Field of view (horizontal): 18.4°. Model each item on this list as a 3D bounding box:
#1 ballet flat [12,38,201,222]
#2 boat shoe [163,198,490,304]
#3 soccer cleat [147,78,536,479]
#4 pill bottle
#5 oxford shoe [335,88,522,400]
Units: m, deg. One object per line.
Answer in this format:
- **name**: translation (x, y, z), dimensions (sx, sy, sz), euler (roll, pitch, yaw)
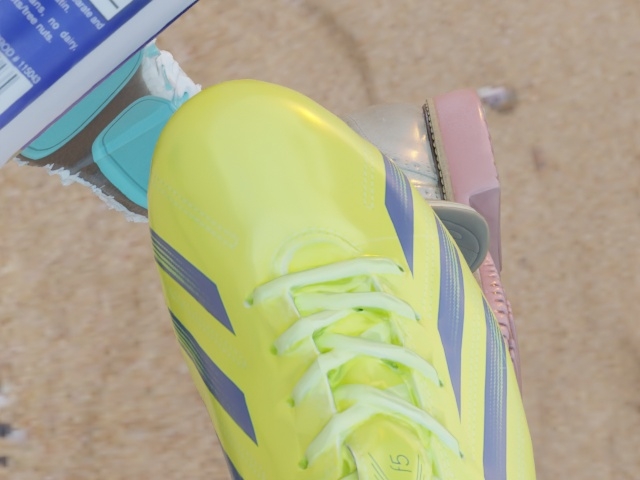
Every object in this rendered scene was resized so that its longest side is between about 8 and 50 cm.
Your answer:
- **ballet flat**: translation (-0.186, -0.118, 1.407), dimensions (0.409, 0.147, 0.147), euler (55, 45, -68)
- **boat shoe**: translation (0.000, 0.000, 0.798), dimensions (0.135, 0.045, 0.050), euler (-6, 123, -13)
- **soccer cleat**: translation (0.019, 0.074, 0.548), dimensions (0.093, 0.121, 0.289), euler (-20, 73, 3)
- **pill bottle**: translation (-0.100, -0.124, 0.781), dimensions (0.186, 0.112, 0.112), euler (-40, 109, 0)
- **oxford shoe**: translation (0.045, 0.062, 1.197), dimensions (0.397, 0.146, 0.140), euler (-92, 176, -51)
